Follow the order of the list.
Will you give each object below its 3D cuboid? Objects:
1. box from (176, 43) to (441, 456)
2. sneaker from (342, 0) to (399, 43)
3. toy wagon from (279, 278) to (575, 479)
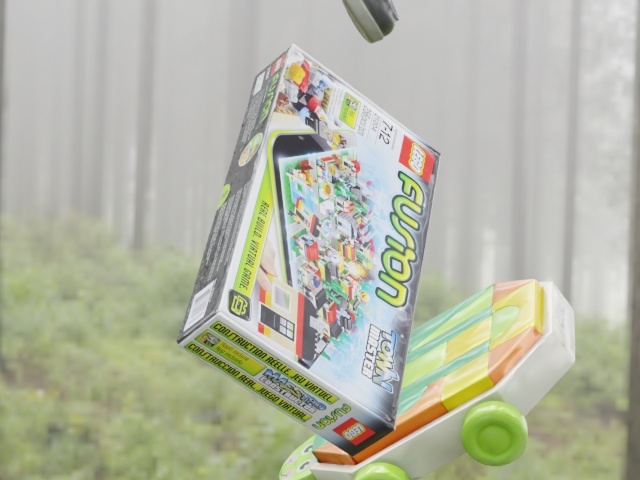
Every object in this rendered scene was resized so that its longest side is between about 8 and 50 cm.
[{"bbox_3d":[0.000,0.000,0.895,0.114,0.207,0.036,34,-48,-21],"label":"box"},{"bbox_3d":[0.048,-0.258,1.245,0.118,0.222,0.083,-17,-21,6],"label":"sneaker"},{"bbox_3d":[0.081,0.160,1.581,0.344,0.068,0.267,-31,15,19],"label":"toy wagon"}]
